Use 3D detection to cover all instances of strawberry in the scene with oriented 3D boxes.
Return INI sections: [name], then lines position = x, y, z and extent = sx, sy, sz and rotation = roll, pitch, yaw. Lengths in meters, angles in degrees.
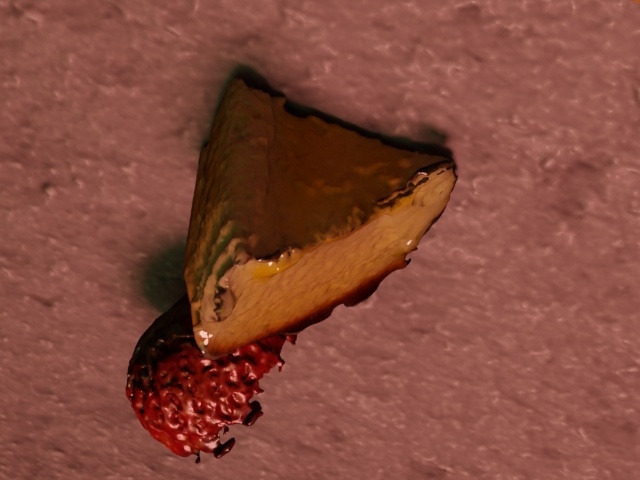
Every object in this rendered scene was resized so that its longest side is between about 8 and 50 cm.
[strawberry]
position = -0.080, 0.085, 1.227
extent = 0.145, 0.145, 0.086
rotation = -27, 109, 41

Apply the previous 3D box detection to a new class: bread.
[bread]
position = 0.000, 0.000, 1.108
extent = 0.160, 0.169, 0.140
rotation = 12, 139, -11

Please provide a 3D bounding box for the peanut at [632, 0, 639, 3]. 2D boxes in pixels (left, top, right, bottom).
[peanut]
position = 0.156, -0.180, 0.875
extent = 0.194, 0.083, 0.093
rotation = 34, 137, -15
